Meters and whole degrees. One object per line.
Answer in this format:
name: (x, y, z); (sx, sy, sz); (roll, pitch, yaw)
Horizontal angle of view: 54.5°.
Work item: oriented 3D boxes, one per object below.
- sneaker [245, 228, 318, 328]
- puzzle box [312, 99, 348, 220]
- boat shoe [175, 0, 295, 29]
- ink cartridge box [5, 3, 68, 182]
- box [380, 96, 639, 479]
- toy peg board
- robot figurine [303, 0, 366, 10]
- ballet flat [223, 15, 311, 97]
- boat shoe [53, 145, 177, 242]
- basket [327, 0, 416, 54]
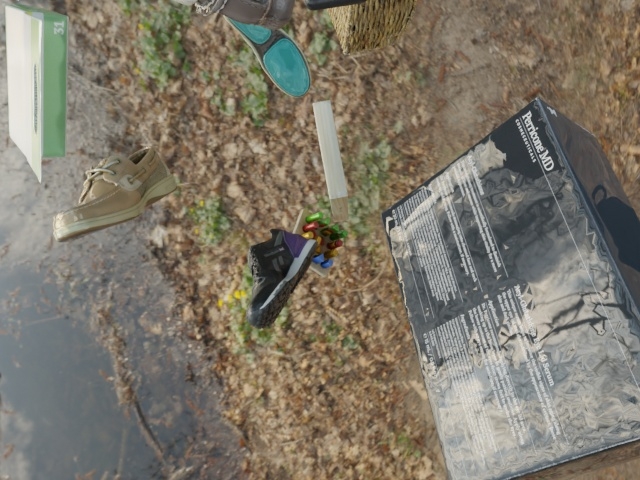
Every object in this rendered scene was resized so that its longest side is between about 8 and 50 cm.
sneaker: (-0.114, 0.074, 1.311); (0.124, 0.283, 0.107); (25, 126, 7)
puzzle box: (0.035, -0.218, 1.840); (0.052, 0.409, 0.271); (-11, 83, 1)
boat shoe: (-0.061, -0.323, 0.534); (0.117, 0.097, 0.324); (-33, 48, 51)
ink cartridge box: (-0.323, -0.178, 0.726); (0.235, 0.056, 0.171); (32, 120, 49)
box: (0.170, 0.049, 0.502); (0.184, 0.103, 0.261); (-39, 49, 39)
toy peg board: (0.000, 0.000, 1.904); (0.079, 0.161, 0.160); (-21, 42, 48)
robot figurine: (-0.003, -0.449, 0.865); (0.278, 0.174, 0.209); (-2, 92, 28)
ballet flat: (-0.102, -0.394, 1.223); (0.086, 0.086, 0.248); (-23, 125, 25)
boat shoe: (-0.371, -0.090, 1.100); (0.122, 0.341, 0.110); (-17, 105, 14)
basket: (0.139, -0.710, 1.735); (0.214, 0.299, 0.222); (-15, 69, -8)
